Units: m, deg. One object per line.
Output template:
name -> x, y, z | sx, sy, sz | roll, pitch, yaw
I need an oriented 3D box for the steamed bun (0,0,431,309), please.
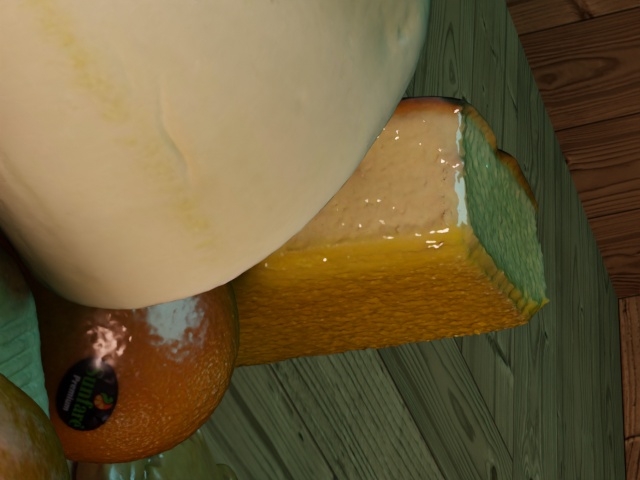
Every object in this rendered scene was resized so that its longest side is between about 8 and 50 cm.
steamed bun -> -0.102, -0.222, 1.069 | 0.456, 0.290, 0.371 | -92, 164, -46

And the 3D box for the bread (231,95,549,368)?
bread -> 0.000, 0.000, 1.496 | 0.323, 0.333, 0.143 | 41, 43, -67

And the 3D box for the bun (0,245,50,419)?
bun -> -0.242, 0.092, 1.022 | 0.204, 0.126, 0.213 | 18, 68, -69

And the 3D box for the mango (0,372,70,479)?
mango -> -0.247, 0.205, 0.804 | 0.221, 0.199, 0.384 | 60, 43, -46

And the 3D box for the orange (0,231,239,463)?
orange -> -0.150, 0.052, 1.220 | 0.206, 0.206, 0.206 | -12, 90, -72

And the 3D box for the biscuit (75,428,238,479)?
biscuit -> -0.099, 0.291, 1.450 | 0.275, 0.052, 0.355 | -49, 124, -68
